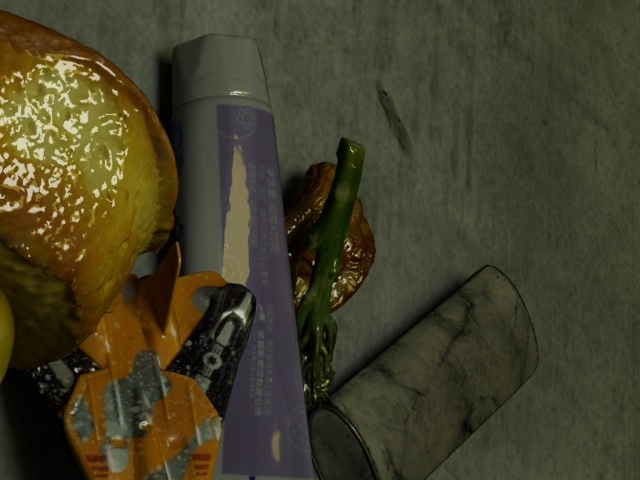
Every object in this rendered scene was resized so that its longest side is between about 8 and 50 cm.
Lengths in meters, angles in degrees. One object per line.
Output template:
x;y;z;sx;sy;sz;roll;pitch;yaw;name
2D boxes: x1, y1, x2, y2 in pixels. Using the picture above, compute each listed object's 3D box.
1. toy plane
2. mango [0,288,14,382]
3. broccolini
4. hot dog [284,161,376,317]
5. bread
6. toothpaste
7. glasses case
-0.122;0.157;1.220;0.204;0.103;0.316;3;66;-25;toy plane
-0.289;0.080;0.967;0.130;0.262;0.167;62;18;-16;mango
0.008;0.026;1.425;0.058;0.067;0.216;9;100;-35;broccolini
-0.002;-0.001;1.491;0.099;0.065;0.147;65;36;-28;hot dog
-0.225;-0.035;1.086;0.268;0.268;0.146;48;48;-31;bread
-0.065;0.024;1.374;0.125;0.080;0.371;9;67;-40;toothpaste
0.095;0.127;1.572;0.299;0.060;0.114;-36;107;-50;glasses case
